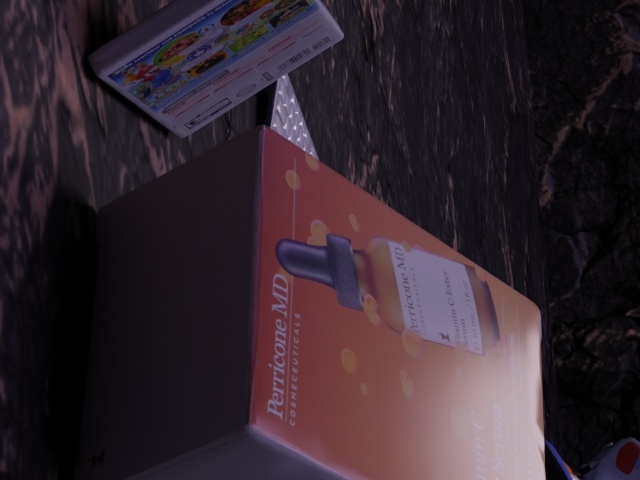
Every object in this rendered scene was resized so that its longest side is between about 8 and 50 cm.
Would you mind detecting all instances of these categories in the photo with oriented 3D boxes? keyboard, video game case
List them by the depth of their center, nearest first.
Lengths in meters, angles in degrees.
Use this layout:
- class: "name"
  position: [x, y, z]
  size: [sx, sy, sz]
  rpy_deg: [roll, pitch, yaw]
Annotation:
- class: "video game case"
  position: [-0.040, -0.081, 0.821]
  size: [0.011, 0.087, 0.122]
  rpy_deg: [60, 6, 13]
- class: "keyboard"
  position: [0.000, 0.000, 1.168]
  size: [0.256, 0.014, 0.072]
  rpy_deg: [68, 19, -54]

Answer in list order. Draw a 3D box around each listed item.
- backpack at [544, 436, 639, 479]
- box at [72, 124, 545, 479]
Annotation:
- class: "backpack"
  position: [0.147, 0.258, 1.214]
  size: [0.263, 0.213, 0.276]
  rpy_deg: [106, -37, -64]
- class: "box"
  position: [0.001, 0.060, 0.755]
  size: [0.170, 0.091, 0.130]
  rpy_deg: [32, 47, -38]
